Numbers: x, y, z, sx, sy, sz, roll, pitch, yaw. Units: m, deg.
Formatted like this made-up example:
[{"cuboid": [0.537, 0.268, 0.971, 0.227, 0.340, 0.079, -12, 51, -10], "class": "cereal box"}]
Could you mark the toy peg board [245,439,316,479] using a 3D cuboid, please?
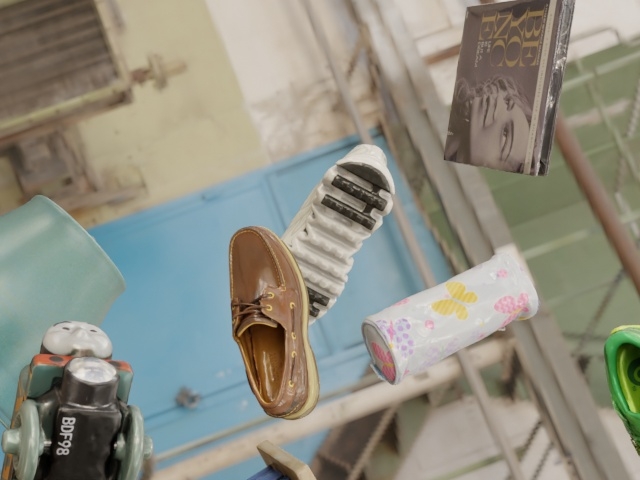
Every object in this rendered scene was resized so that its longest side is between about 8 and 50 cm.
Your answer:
[{"cuboid": [-0.029, 0.300, 1.273, 0.160, 0.079, 0.161, 61, -15, -8], "class": "toy peg board"}]

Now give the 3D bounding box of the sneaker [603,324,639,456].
[{"cuboid": [0.415, 0.237, 1.518, 0.123, 0.109, 0.295, 17, 42, -59], "class": "sneaker"}]

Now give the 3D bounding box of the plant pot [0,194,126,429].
[{"cuboid": [-0.417, 0.083, 1.732, 0.272, 0.255, 0.271, 41, -16, 15], "class": "plant pot"}]

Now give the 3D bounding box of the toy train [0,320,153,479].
[{"cuboid": [-0.260, 0.244, 1.247, 0.190, 0.142, 0.334, -126, -134, -59], "class": "toy train"}]

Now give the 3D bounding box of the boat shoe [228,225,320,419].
[{"cuboid": [-0.046, 0.068, 1.103, 0.060, 0.064, 0.178, 22, 52, -64], "class": "boat shoe"}]

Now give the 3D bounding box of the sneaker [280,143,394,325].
[{"cuboid": [0.000, 0.000, 1.606, 0.110, 0.292, 0.118, 33, 25, -10], "class": "sneaker"}]

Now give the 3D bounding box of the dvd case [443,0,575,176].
[{"cuboid": [0.177, -0.151, 1.227, 0.221, 0.018, 0.164, -157, -105, -72], "class": "dvd case"}]

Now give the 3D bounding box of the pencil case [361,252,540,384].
[{"cuboid": [0.198, 0.119, 1.940, 0.113, 0.273, 0.124, 58, -19, 25], "class": "pencil case"}]
